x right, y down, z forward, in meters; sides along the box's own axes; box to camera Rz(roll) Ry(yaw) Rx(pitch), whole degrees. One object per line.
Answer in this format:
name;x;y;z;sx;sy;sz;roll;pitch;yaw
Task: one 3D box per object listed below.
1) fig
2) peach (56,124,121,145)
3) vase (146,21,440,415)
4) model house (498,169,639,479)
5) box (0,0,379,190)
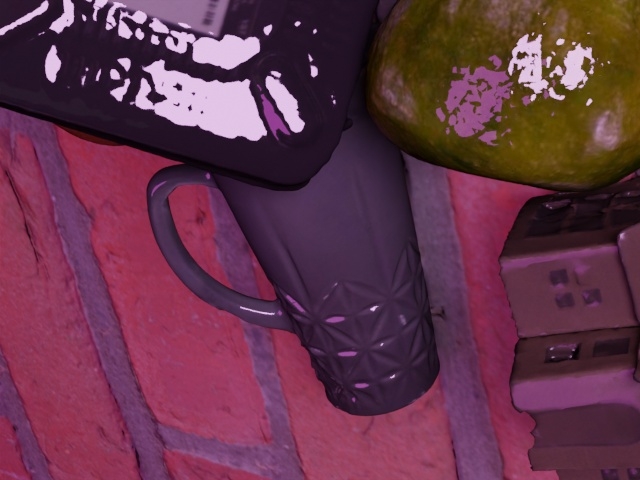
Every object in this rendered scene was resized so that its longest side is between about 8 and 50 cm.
fig;0.138;-0.149;0.704;0.203;0.203;0.235;19;100;28
peach;-0.176;-0.203;0.865;0.252;0.252;0.252;20;128;28
vase;0.000;0.000;0.912;0.251;0.156;0.300;-16;118;8
model house;0.260;0.066;0.731;0.243;0.204;0.211;-10;112;24
box;-0.091;-0.202;0.724;0.289;0.290;0.073;17;178;-11
